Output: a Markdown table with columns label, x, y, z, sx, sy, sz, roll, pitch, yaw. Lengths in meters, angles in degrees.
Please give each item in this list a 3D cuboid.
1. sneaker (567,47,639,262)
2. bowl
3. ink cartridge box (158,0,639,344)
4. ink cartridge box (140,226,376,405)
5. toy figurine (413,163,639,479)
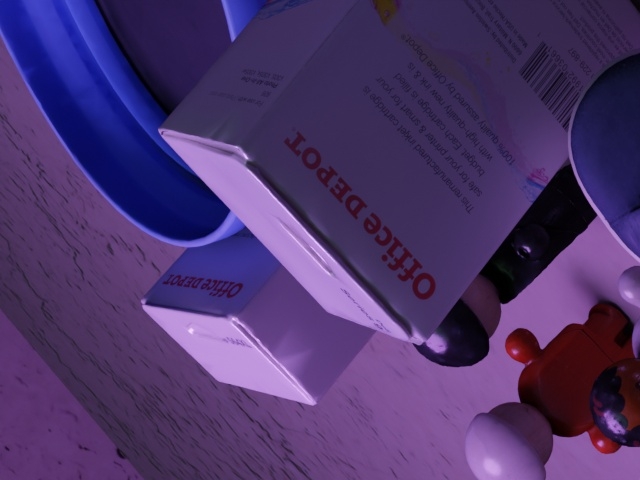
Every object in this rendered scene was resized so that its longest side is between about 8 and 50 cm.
| label | x | y | z | sx | sy | sz | roll | pitch | yaw |
| --- | --- | --- | --- | --- | --- | --- | --- | --- | --- |
| sneaker | 0.236 | 0.019 | 0.857 | 0.350 | 0.131 | 0.148 | 37 | -162 | 27 |
| bowl | -0.121 | -0.187 | 1.217 | 0.391 | 0.077 | 0.391 | 45 | 149 | 37 |
| ink cartridge box | 0.047 | -0.078 | 0.994 | 0.154 | 0.212 | 0.093 | 46 | 163 | -30 |
| ink cartridge box | 0.000 | 0.000 | 1.267 | 0.086 | 0.203 | 0.148 | 48 | 162 | -21 |
| toy figurine | 0.172 | 0.084 | 1.171 | 0.209 | 0.148 | 0.213 | 30 | 154 | 39 |
